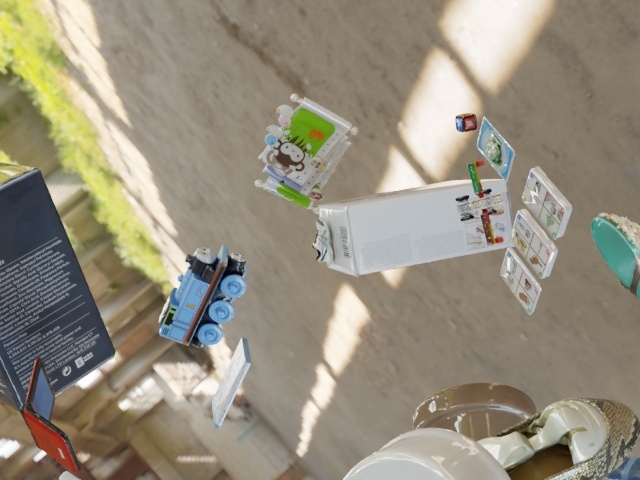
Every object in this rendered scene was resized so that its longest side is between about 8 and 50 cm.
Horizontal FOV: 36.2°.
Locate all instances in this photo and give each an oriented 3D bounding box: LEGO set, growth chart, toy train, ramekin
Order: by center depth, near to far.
[{"bbox_3d":[0.238,-0.055,1.237,0.183,0.060,0.244,96,152,-43],"label":"LEGO set"},{"bbox_3d":[0.149,0.427,1.454,0.277,0.277,0.135,44,-160,24],"label":"ramekin"},{"bbox_3d":[-0.189,0.090,1.588,0.105,0.184,0.080,21,-156,-15],"label":"toy train"},{"bbox_3d":[-0.035,-0.169,1.925,0.171,0.237,0.021,19,-145,-13],"label":"growth chart"}]

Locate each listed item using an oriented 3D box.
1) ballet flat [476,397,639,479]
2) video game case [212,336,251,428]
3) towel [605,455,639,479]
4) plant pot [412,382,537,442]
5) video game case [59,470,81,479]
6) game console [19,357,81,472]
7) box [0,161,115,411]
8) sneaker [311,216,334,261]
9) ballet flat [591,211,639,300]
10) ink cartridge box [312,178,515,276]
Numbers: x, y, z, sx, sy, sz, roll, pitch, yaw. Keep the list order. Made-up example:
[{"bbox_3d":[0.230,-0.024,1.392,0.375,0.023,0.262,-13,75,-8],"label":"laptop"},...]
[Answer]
[{"bbox_3d":[0.368,0.387,1.750,0.182,0.482,0.164,76,167,-47],"label":"ballet flat"},{"bbox_3d":[-0.191,0.302,2.092,0.015,0.166,0.119,21,-165,-16],"label":"video game case"},{"bbox_3d":[0.660,0.482,2.063,0.119,0.067,0.029,-3,118,45],"label":"towel"},{"bbox_3d":[0.329,0.455,2.003,0.263,0.263,0.229,61,-161,-45],"label":"plant pot"},{"bbox_3d":[-0.370,0.504,1.697,0.201,0.023,0.183,28,133,12],"label":"video game case"},{"bbox_3d":[-0.400,0.268,1.493,0.124,0.085,0.144,29,149,17],"label":"game console"},{"bbox_3d":[-0.596,0.072,1.798,0.293,0.212,0.396,12,127,46],"label":"box"},{"bbox_3d":[0.000,0.000,1.805,0.032,0.036,0.083,-161,57,-75],"label":"sneaker"},{"bbox_3d":[0.457,0.044,1.333,0.241,0.077,0.091,-116,20,-46],"label":"ballet flat"},{"bbox_3d":[0.166,-0.031,1.849,0.272,0.309,0.130,-167,67,-76],"label":"ink cartridge box"}]
